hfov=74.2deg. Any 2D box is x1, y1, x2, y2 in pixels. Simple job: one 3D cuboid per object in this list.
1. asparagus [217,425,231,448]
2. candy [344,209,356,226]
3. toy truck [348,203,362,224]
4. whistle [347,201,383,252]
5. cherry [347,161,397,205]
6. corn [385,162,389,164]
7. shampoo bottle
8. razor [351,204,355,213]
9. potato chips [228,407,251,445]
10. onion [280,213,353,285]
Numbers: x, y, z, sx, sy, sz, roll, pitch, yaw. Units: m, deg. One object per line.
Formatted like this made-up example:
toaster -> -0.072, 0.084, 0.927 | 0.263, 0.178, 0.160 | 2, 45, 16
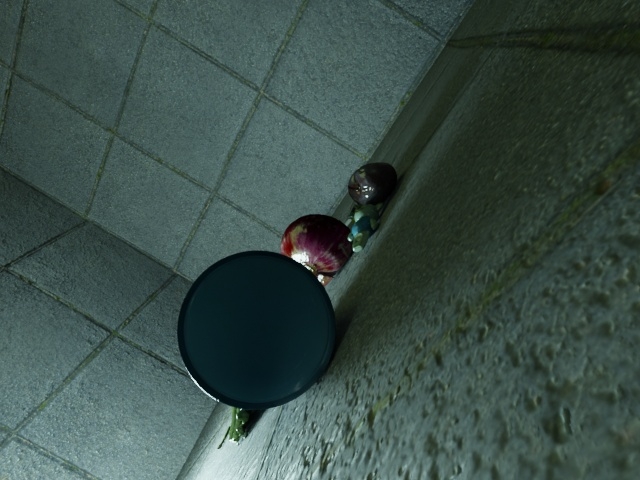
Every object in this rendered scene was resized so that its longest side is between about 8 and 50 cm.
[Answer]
asparagus -> -0.382, 0.785, 1.682 | 0.014, 0.015, 0.114 | -54, 4, 26
candy -> 0.065, -0.013, 1.800 | 0.365, 0.124, 0.124 | -51, 5, 6
toy truck -> 0.147, -0.097, 1.533 | 0.111, 0.077, 0.076 | -60, 4, -29
whistle -> 0.134, -0.046, 1.325 | 0.114, 0.077, 0.235 | -26, 24, 32
cherry -> 0.179, -0.190, 1.435 | 0.176, 0.139, 0.176 | -26, -10, -5
corn -> 0.288, -0.319, 1.885 | 0.027, 0.028, 0.083 | -33, 16, 42
shampoo bottle -> -0.165, 0.228, 1.027 | 0.331, 0.331, 0.342 | -60, 3, -23
razor -> 0.136, -0.100, 2.056 | 0.154, 0.028, 0.044 | -58, 12, 9
potato chips -> -0.221, 0.488, 1.428 | 0.372, 0.097, 0.389 | -61, 3, -22
onion -> -0.011, 0.011, 1.516 | 0.230, 0.257, 0.272 | 104, 167, -46
